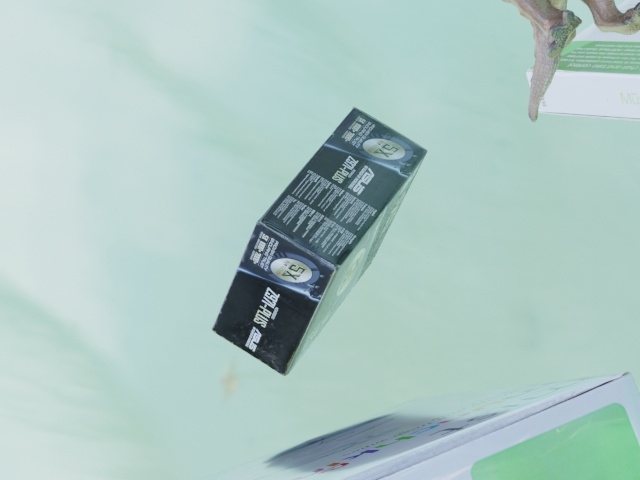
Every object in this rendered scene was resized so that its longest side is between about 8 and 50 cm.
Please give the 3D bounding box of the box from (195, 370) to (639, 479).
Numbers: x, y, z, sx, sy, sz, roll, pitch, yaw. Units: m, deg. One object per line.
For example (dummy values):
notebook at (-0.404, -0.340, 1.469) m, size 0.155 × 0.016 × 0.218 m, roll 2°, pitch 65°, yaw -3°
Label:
box at (0.051, 0.188, 0.590) m, size 0.231 × 0.126 × 0.262 m, roll 149°, pitch 100°, yaw -74°

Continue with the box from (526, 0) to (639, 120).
box at (0.399, -0.215, 1.868) m, size 0.232 × 0.322 × 0.058 m, roll 9°, pitch 124°, yaw 46°

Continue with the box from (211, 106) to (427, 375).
box at (0.000, 0.000, 1.531) m, size 0.180 × 0.077 × 0.147 m, roll -52°, pitch -10°, yaw -45°

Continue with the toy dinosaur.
toy dinosaur at (0.143, -0.242, 1.355) m, size 0.127 × 0.296 × 0.200 m, roll -35°, pitch 47°, yaw -19°
